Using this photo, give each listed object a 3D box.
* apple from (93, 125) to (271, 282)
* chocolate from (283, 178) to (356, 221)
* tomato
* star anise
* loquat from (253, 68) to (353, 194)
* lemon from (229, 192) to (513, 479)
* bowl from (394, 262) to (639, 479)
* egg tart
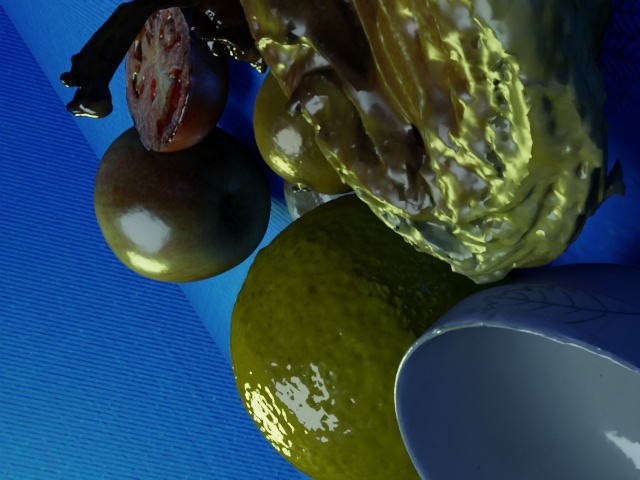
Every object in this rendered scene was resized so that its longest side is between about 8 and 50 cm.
[{"bbox_3d":[-0.200,-0.063,1.246,0.234,0.257,0.257,-3,120,45],"label":"apple"},{"bbox_3d":[0.033,0.002,0.974,0.254,0.080,0.157,59,163,-3],"label":"chocolate"},{"bbox_3d":[-0.188,-0.229,1.118,0.225,0.085,0.225,15,108,56],"label":"tomato"},{"bbox_3d":[-0.107,-0.226,0.696,0.148,0.346,0.237,14,152,17],"label":"star anise"},{"bbox_3d":[0.006,-0.110,0.769,0.141,0.141,0.141,51,162,24],"label":"loquat"},{"bbox_3d":[0.054,0.094,0.764,0.293,0.293,0.293,51,162,24],"label":"lemon"},{"bbox_3d":[0.201,0.127,0.539,0.287,0.144,0.287,33,145,27],"label":"bowl"},{"bbox_3d":[0.053,-0.171,0.492,0.351,0.153,0.339,45,158,39],"label":"egg tart"}]
